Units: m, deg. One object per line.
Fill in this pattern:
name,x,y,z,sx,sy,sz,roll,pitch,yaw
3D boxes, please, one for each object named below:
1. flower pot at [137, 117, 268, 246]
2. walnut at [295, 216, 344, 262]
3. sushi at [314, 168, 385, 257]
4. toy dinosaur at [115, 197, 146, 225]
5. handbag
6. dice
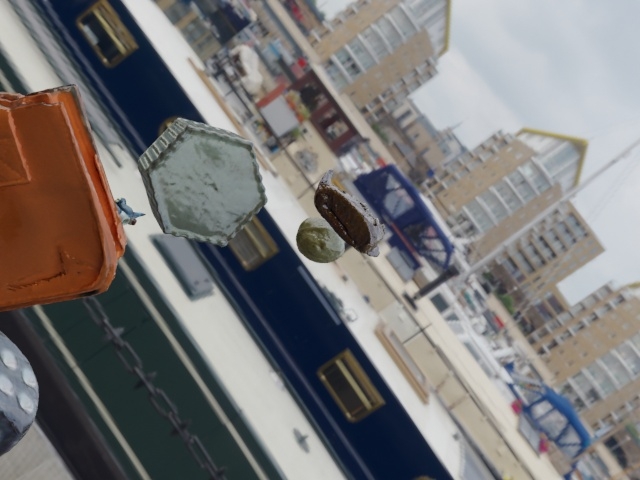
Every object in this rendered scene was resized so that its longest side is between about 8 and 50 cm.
flower pot,-0.232,-0.115,1.392,0.189,0.209,0.239,-143,-142,-67
walnut,0.000,0.000,1.266,0.092,0.092,0.092,52,8,-10
sushi,0.036,-0.028,0.891,0.120,0.052,0.055,44,28,1
toy dinosaur,-0.313,-0.040,1.111,0.083,0.030,0.047,-13,55,-50
handbag,-0.495,-0.044,0.992,0.116,0.411,0.303,-91,172,-61
dice,-0.584,0.255,1.167,0.182,0.183,0.181,58,2,-35
